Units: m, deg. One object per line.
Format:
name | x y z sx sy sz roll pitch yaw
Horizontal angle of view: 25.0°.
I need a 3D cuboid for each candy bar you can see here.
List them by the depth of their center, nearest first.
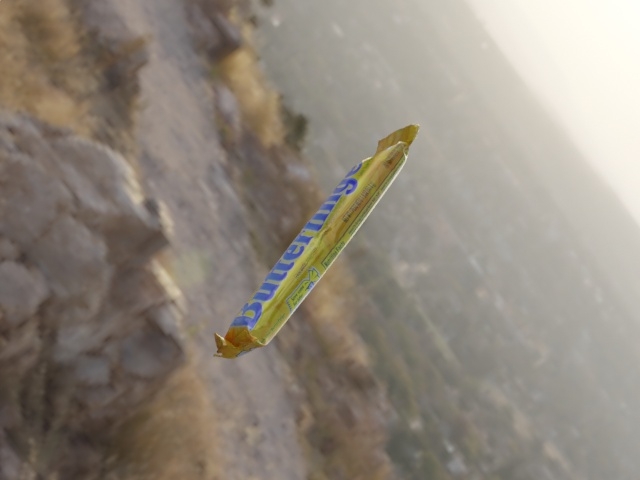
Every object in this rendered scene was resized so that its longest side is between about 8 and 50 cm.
candy bar | 0.000 0.000 0.722 0.018 0.161 0.040 47 -31 -15
